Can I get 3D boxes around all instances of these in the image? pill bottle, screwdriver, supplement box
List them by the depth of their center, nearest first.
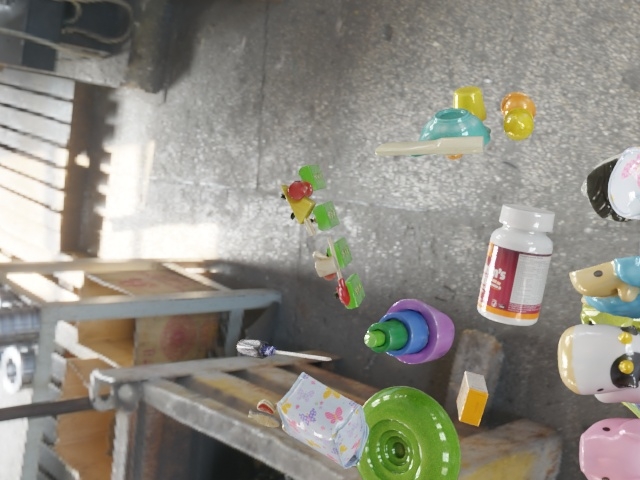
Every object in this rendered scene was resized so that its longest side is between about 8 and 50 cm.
[{"bbox_3d":[-0.047,0.133,0.932,0.170,0.024,0.025,-7,129,51],"label":"screwdriver"},{"bbox_3d":[0.265,0.275,1.356,0.036,0.098,0.062,15,99,5],"label":"supplement box"},{"bbox_3d":[0.385,0.046,1.516,0.121,0.121,0.221,19,105,42],"label":"pill bottle"}]

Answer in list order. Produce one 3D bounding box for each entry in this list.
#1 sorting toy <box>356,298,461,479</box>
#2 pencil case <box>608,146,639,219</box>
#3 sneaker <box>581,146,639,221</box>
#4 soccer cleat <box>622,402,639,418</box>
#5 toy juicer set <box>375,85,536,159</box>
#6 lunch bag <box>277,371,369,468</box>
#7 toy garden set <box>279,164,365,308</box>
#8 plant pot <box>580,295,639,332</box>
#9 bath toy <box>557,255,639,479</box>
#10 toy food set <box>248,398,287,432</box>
[{"bbox_3d":[0.051,0.239,0.763,0.127,0.126,0.366,13,98,38],"label":"sorting toy"},{"bbox_3d":[0.604,-0.072,1.249,0.113,0.273,0.124,141,136,-66],"label":"pencil case"},{"bbox_3d":[0.713,-0.156,1.570,0.410,0.182,0.158,-14,99,0],"label":"sneaker"},{"bbox_3d":[0.554,0.271,1.359,0.121,0.093,0.289,59,174,-13],"label":"soccer cleat"},{"bbox_3d":[0.274,-0.187,1.412,0.209,0.329,0.089,12,124,36],"label":"toy juicer set"},{"bbox_3d":[0.005,0.172,0.726,0.071,0.053,0.083,24,146,29],"label":"lunch bag"},{"bbox_3d":[0.000,0.000,1.263,0.049,0.204,0.244,-19,92,11],"label":"toy garden set"},{"bbox_3d":[0.684,0.148,1.583,0.276,0.254,0.276,-21,65,58],"label":"plant pot"},{"bbox_3d":[0.315,0.197,0.769,0.129,0.151,0.348,133,140,-69],"label":"bath toy"},{"bbox_3d":[-0.067,0.324,1.432,0.122,0.019,0.078,26,128,-2],"label":"toy food set"}]
